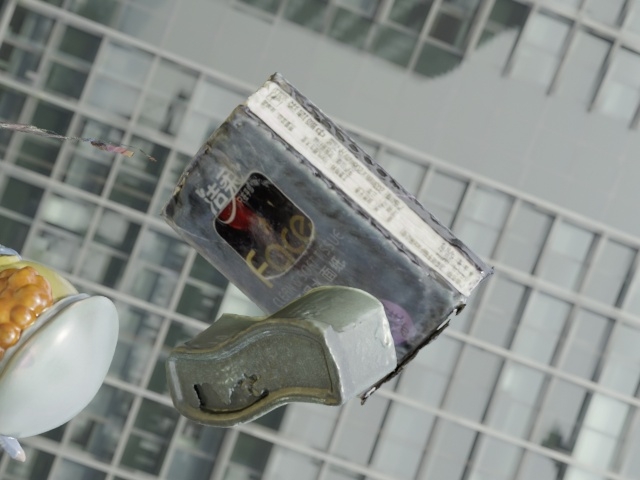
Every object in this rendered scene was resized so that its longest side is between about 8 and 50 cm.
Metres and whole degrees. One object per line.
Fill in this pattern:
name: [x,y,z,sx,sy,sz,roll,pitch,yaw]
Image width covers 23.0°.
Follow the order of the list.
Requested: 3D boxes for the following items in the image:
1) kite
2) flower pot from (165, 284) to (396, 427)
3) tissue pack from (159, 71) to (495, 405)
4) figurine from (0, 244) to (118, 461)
kite: [-0.387,-0.146,2.108,0.204,0.360,0.022,8,-91,37]
flower pot: [-0.045,0.119,1.594,0.229,0.103,0.108,-15,-172,36]
tissue pack: [0.000,0.000,1.910,0.122,0.361,0.259,-48,-179,-44]
figurine: [-0.385,0.077,2.011,0.382,0.205,0.224,57,-46,41]
